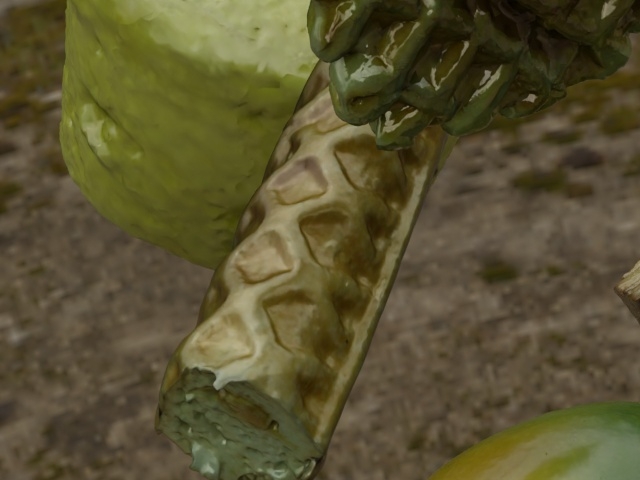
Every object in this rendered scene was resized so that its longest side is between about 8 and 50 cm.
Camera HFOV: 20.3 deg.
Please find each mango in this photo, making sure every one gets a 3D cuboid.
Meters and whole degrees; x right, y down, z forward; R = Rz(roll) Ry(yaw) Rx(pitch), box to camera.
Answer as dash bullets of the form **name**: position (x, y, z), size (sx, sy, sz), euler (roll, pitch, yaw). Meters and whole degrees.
- **mango**: position (0.133, 0.135, 0.844), size (0.251, 0.156, 0.114), euler (-13, 54, -48)

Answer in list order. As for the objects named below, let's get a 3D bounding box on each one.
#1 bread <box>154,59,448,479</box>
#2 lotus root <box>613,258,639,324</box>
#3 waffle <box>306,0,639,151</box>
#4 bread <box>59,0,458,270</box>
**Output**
- **bread**: position (0.001, 0.001, 0.900), size (0.087, 0.098, 0.269), euler (-14, 39, 39)
- **lotus root**: position (0.220, 0.019, 0.898), size (0.135, 0.095, 0.159), euler (-37, -3, -4)
- **waffle**: position (0.078, -0.136, 0.730), size (0.214, 0.208, 0.054), euler (-27, 46, -23)
- **bread**: position (-0.043, -0.153, 1.378), size (0.348, 0.308, 0.348), euler (11, 46, -12)
